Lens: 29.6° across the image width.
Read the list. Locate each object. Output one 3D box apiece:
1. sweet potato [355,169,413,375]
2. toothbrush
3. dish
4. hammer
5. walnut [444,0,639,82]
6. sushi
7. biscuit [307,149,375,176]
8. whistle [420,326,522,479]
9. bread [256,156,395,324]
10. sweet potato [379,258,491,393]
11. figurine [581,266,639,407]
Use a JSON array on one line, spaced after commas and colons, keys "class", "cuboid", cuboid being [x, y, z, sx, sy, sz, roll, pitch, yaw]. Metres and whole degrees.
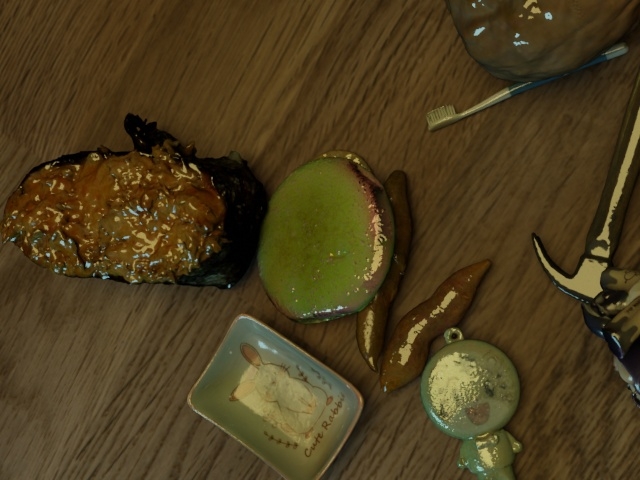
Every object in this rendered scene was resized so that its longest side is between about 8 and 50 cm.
[{"class": "sweet potato", "cuboid": [0.081, 0.038, 1.575, 0.067, 0.067, 0.274, 6, 80, 18]}, {"class": "toothbrush", "cuboid": [0.265, -0.203, 1.569, 0.276, 0.019, 0.025, -21, 70, 15]}, {"class": "dish", "cuboid": [-0.049, 0.210, 1.591, 0.212, 0.077, 0.151, 33, 96, 18]}, {"class": "hammer", "cuboid": [0.396, -0.130, 1.507, 0.168, 0.044, 0.440, 19, 89, 17]}, {"class": "walnut", "cuboid": [0.278, -0.325, 1.469, 0.273, 0.273, 0.227, -44, 105, 8]}, {"class": "sushi", "cuboid": [-0.249, -0.053, 1.622, 0.348, 0.207, 0.234, 1, 89, 23]}, {"class": "biscuit", "cuboid": [0.021, -0.065, 1.633, 0.120, 0.015, 0.120, -2, 83, 18]}, {"class": "whistle", "cuboid": [0.202, 0.233, 1.516, 0.126, 0.067, 0.258, -17, 83, 3]}, {"class": "bread", "cuboid": [0.000, 0.000, 1.587, 0.228, 0.033, 0.228, -8, 76, 35]}, {"class": "sweet potato", "cuboid": [0.141, 0.104, 1.556, 0.065, 0.051, 0.218, 39, 95, 22]}, {"class": "figurine", "cuboid": [0.410, 0.128, 1.411, 0.145, 0.145, 0.222, -35, 115, 11]}]
